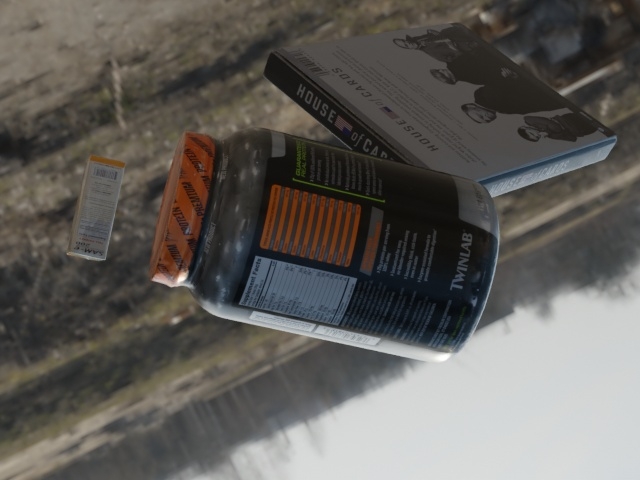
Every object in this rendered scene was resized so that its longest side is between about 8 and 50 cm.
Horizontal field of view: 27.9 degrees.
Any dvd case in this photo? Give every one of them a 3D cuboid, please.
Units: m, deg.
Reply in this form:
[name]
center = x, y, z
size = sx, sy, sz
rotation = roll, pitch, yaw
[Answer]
[dvd case]
center = 0.097, -0.102, 0.982
size = 0.239, 0.179, 0.029
rotation = -18, 141, -46

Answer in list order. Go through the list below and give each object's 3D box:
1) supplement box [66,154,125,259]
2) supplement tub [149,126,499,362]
[supplement box]
center = -0.222, -0.031, 1.272
size = 0.036, 0.098, 0.062
rotation = 13, 175, -14
[supplement tub]
center = 0.000, 0.000, 0.771
size = 0.191, 0.117, 0.117
rotation = 14, 165, -11
